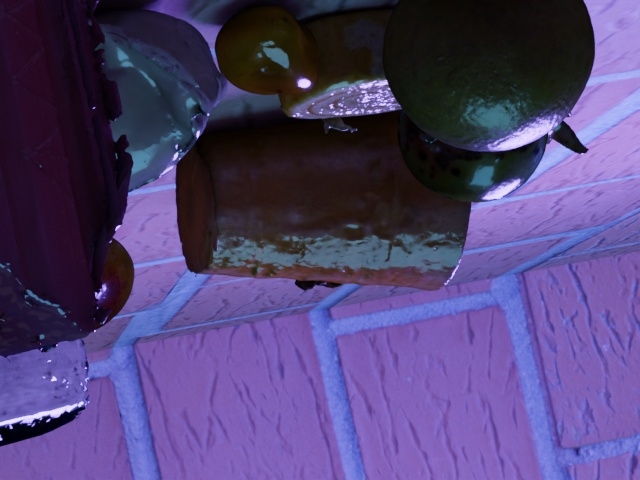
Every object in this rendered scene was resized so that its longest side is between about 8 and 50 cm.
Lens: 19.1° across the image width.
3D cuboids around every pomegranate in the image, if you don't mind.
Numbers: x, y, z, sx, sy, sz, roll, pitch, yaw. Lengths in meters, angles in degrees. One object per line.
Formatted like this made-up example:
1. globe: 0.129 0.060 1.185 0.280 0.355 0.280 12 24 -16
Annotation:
1. pomegranate: 0.153 -0.109 1.688 0.169 0.148 0.148 -20 176 -20

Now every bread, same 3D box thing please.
1. bread: 0.035 -0.136 1.522 0.149 0.073 0.122 -8 170 -28

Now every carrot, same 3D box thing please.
1. carrot: 0.000 -0.048 1.837 0.254 0.196 0.196 0 170 -15

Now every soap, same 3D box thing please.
1. soap: -0.187 -0.059 1.087 0.099 0.250 0.162 -17 169 25

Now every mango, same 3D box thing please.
1. mango: -0.039 -0.142 1.419 0.080 0.060 0.114 5 173 -4
2. mango: -0.283 0.049 2.255 0.111 0.133 0.267 32 -172 9

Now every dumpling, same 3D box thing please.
1. dumpling: -0.164 -0.108 1.334 0.172 0.142 0.247 29 164 -18

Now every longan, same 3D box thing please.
1. longan: 0.126 -0.147 1.401 0.145 0.176 0.155 28 -142 24

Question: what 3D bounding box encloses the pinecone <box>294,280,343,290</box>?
1. pinecone: -0.002 -0.001 2.206 0.140 0.140 0.121 -14 -153 15

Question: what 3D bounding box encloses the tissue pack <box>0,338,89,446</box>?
1. tissue pack: -0.481 0.115 1.930 0.416 0.253 0.264 -14 172 31
